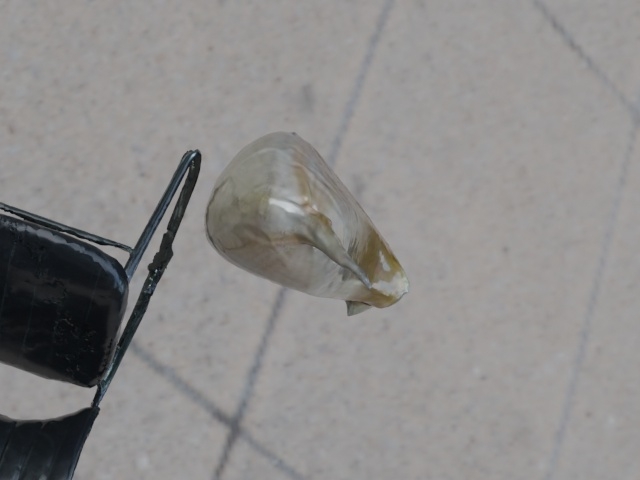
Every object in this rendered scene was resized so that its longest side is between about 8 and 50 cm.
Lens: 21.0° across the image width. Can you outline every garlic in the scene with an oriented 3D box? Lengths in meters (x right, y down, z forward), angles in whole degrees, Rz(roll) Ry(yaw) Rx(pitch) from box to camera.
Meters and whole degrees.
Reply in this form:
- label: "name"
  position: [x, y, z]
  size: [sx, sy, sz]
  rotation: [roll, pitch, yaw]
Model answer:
- label: "garlic"
  position: [-0.008, -0.007, 1.043]
  size: [0.128, 0.198, 0.090]
  rotation: [38, 87, 9]

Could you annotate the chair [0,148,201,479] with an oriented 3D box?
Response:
- label: "chair"
  position: [-0.174, 0.042, 1.003]
  size: [0.140, 0.145, 0.221]
  rotation: [19, 49, -2]
